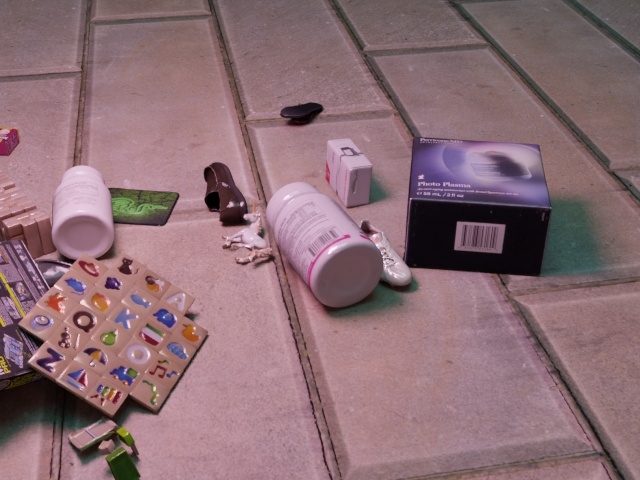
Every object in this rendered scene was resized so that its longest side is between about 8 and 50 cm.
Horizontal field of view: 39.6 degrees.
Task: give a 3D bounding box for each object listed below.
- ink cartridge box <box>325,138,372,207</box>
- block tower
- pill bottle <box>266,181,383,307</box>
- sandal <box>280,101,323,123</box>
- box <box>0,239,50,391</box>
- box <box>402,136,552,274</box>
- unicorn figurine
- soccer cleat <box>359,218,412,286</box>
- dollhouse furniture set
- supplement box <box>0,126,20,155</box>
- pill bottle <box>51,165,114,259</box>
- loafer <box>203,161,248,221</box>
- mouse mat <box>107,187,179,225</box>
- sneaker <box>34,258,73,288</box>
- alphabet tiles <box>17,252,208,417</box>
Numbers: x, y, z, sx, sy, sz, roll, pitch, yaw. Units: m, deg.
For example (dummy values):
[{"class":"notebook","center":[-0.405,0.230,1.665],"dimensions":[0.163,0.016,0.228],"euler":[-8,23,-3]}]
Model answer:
[{"class":"ink cartridge box","center":[0.067,-0.164,2.150],"dimensions":[0.063,0.109,0.150],"euler":[-8,35,-19]},{"class":"block tower","center":[-0.721,-0.074,2.023],"dimensions":[0.091,0.097,0.335],"euler":[-24,40,-32]},{"class":"pill bottle","center":[0.000,0.000,1.859],"dimensions":[0.160,0.160,0.283],"euler":[-14,37,-20]},{"class":"sandal","center":[-0.051,-0.355,2.506],"dimensions":[0.067,0.040,0.179],"euler":[25,26,23]},{"class":"box","center":[-0.566,0.129,1.569],"dimensions":[0.270,0.060,0.216],"euler":[55,29,14]},{"class":"box","center":[0.340,-0.086,1.976],"dimensions":[0.296,0.182,0.294],"euler":[4,33,5]},{"class":"unicorn figurine","center":[-0.160,-0.007,1.970],"dimensions":[0.111,0.060,0.162],"euler":[-19,54,-27]},{"class":"soccer cleat","center":[0.130,0.028,1.894],"dimensions":[0.068,0.076,0.196],"euler":[-16,37,-23]},{"class":"dollhouse furniture set","center":[-0.347,0.347,1.462],"dimensions":[0.076,0.058,0.152],"euler":[-31,25,-28]},{"class":"supplement box","center":[-0.836,-0.262,2.347],"dimensions":[0.055,0.043,0.083],"euler":[4,35,3]},{"class":"pill bottle","center":[-0.529,-0.069,1.981],"dimensions":[0.131,0.131,0.229],"euler":[-7,35,-11]},{"class":"loafer","center":[-0.240,-0.115,2.100],"dimensions":[0.078,0.080,0.220],"euler":[-13,36,-20]},{"class":"mouse mat","center":[-0.443,-0.082,2.115],"dimensions":[0.190,0.007,0.152],"euler":[3,34,5]},{"class":"sneaker","center":[-0.597,0.116,1.743],"dimensions":[0.331,0.122,0.146],"euler":[4,52,3]},{"class":"alphabet tiles","center":[-0.371,0.162,1.632],"dimensions":[0.285,0.011,0.342],"euler":[32,37,-2]}]
